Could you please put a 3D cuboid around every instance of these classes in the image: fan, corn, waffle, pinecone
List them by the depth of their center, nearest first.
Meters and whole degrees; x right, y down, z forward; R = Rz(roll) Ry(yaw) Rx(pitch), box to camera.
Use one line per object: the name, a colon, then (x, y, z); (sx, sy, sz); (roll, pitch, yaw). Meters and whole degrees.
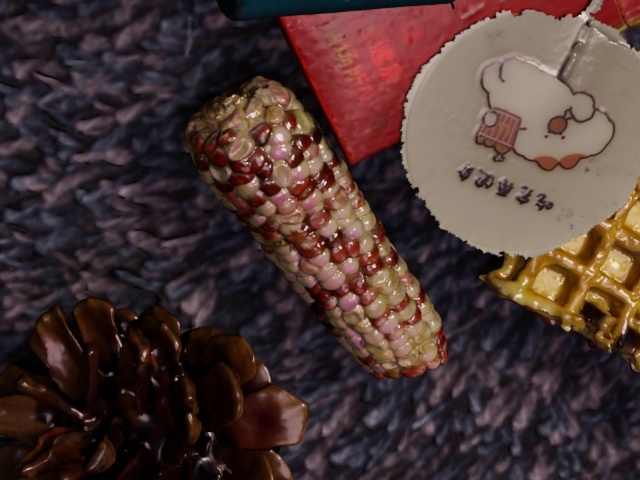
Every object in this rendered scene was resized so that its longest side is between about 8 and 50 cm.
fan: (0.178, -0.134, 1.388); (0.191, 0.009, 0.329); (21, 108, -18)
pinecone: (-0.136, 0.145, 1.434); (0.229, 0.201, 0.202); (8, 79, 18)
corn: (0.000, 0.000, 1.456); (0.092, 0.092, 0.280); (-33, 116, 4)
waffle: (0.258, 0.011, 1.490); (0.283, 0.065, 0.309); (-15, 92, -2)

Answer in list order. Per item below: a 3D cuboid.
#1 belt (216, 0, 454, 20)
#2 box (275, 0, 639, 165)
belt: (-0.014, -0.345, 1.190); (0.173, 0.300, 0.436); (-2, 78, -10)
box: (0.114, -0.213, 1.398); (0.313, 0.089, 0.197); (-27, 111, 0)
